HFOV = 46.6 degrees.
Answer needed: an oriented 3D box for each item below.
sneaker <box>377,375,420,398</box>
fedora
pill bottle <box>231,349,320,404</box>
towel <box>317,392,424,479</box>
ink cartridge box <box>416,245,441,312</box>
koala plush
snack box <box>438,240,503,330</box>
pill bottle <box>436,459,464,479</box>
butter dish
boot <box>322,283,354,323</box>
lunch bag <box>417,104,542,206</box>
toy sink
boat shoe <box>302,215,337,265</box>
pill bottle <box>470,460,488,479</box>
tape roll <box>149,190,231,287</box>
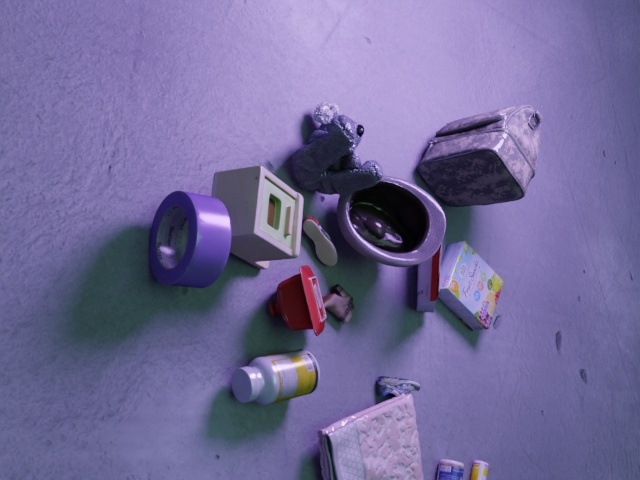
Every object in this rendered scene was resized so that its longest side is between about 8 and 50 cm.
[{"bbox_3d":[0.199,0.383,1.908,0.135,0.052,0.058,12,82,-32],"label":"sneaker"},{"bbox_3d":[0.165,-0.036,1.880,0.276,0.124,0.243,20,66,-4],"label":"fedora"},{"bbox_3d":[-0.098,0.300,1.619,0.184,0.103,0.103,-4,83,-42],"label":"pill bottle"},{"bbox_3d":[0.136,0.567,1.778,0.317,0.053,0.331,-10,94,-43],"label":"towel"},{"bbox_3d":[0.284,0.075,1.950,0.232,0.066,0.189,63,31,-71],"label":"ink cartridge box"},{"bbox_3d":[0.035,-0.237,1.839,0.196,0.203,0.221,51,30,-32],"label":"koala plush"},{"bbox_3d":[0.428,0.133,2.149,0.207,0.070,0.174,41,57,-25],"label":"snack box"},{"bbox_3d":[0.338,0.643,1.953,0.067,0.067,0.120,29,63,-34],"label":"pill bottle"},{"bbox_3d":[-0.059,0.144,1.688,0.160,0.118,0.160,3,72,-83],"label":"butter dish"},{"bbox_3d":[0.040,0.166,1.815,0.118,0.042,0.087,-42,110,-39],"label":"boot"},{"bbox_3d":[0.461,-0.254,2.116,0.212,0.305,0.256,49,56,-26],"label":"lunch bag"},{"bbox_3d":[-0.121,-0.042,1.604,0.234,0.131,0.152,37,53,-56],"label":"toy sink"},{"bbox_3d":[0.000,0.000,1.816,0.137,0.049,0.043,57,11,-17],"label":"boat shoe"},{"bbox_3d":[0.438,0.656,2.055,0.043,0.043,0.083,34,60,-31],"label":"pill bottle"},{"bbox_3d":[-0.263,-0.001,1.483,0.080,0.189,0.188,9,75,-41],"label":"tape roll"}]
